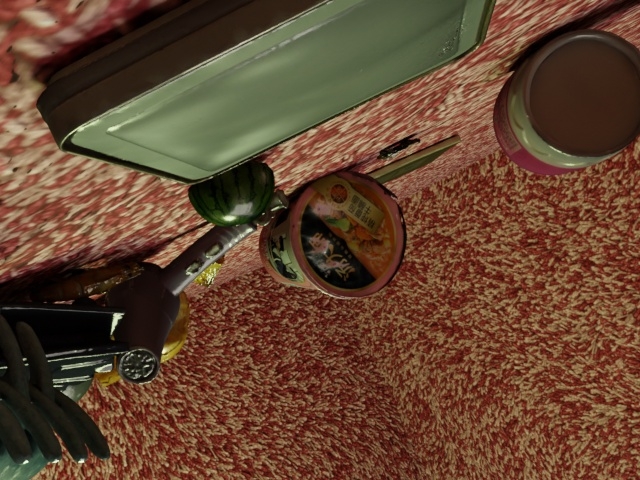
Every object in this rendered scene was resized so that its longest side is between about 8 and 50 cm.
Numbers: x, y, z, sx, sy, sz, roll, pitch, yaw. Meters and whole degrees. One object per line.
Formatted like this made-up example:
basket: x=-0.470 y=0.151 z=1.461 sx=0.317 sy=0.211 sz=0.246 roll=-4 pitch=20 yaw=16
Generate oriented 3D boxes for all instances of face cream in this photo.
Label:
face cream: x=0.337 y=-0.182 z=1.018 sx=0.175 sy=0.175 sz=0.195 roll=-25 pitch=177 yaw=3

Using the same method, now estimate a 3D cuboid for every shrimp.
shrimp: x=-0.339 y=0.064 z=1.083 sx=0.162 sy=0.045 sz=0.095 roll=-16 pitch=174 yaw=-30

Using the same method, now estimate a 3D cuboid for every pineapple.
pineapple: x=-0.252 y=0.060 z=1.711 sx=0.114 sy=0.077 sz=0.114 roll=-21 pitch=-167 yaw=24

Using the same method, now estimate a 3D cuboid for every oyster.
oyster: x=0.137 y=-0.163 z=1.324 sx=0.083 sy=0.019 sz=0.054 roll=-28 pitch=178 yaw=18

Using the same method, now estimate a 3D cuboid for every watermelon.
watermelon: x=-0.100 y=-0.049 z=0.877 sx=0.105 sy=0.062 sz=0.105 roll=-18 pitch=171 yaw=-3

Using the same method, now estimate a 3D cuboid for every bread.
bread: x=-0.435 y=0.213 z=1.683 sx=0.344 sy=0.149 sz=0.195 roll=-26 pitch=-140 yaw=41

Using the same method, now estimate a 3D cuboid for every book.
book: x=0.151 y=-0.151 z=1.706 sx=0.310 sy=0.021 sz=0.217 roll=-24 pitch=177 yaw=-13

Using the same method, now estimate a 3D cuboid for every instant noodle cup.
instant noodle cup: x=0.000 y=0.000 z=1.423 sx=0.244 sy=0.244 sz=0.255 roll=-24 pitch=-174 yaw=-27

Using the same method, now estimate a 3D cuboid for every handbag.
handbag: x=-0.420 y=0.155 z=1.045 sx=0.269 sy=0.118 sz=0.326 roll=3 pitch=161 yaw=-40

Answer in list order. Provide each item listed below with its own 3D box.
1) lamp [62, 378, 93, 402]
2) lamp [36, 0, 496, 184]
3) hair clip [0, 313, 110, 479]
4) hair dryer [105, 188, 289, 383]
lamp: x=-0.517 y=0.201 z=1.474 sx=0.182 sy=0.182 sz=0.314 roll=-26 pitch=-151 yaw=21
lamp: x=-0.011 y=-0.116 z=0.489 sx=0.269 sy=0.047 sz=0.266 roll=-25 pitch=178 yaw=6
hair clip: x=-0.381 y=0.191 z=0.686 sx=0.238 sy=0.392 sz=0.318 roll=-35 pitch=162 yaw=-5
hair dryer: x=-0.193 y=0.043 z=1.173 sx=0.361 sy=0.121 sz=0.301 roll=-41 pitch=-157 yaw=5
